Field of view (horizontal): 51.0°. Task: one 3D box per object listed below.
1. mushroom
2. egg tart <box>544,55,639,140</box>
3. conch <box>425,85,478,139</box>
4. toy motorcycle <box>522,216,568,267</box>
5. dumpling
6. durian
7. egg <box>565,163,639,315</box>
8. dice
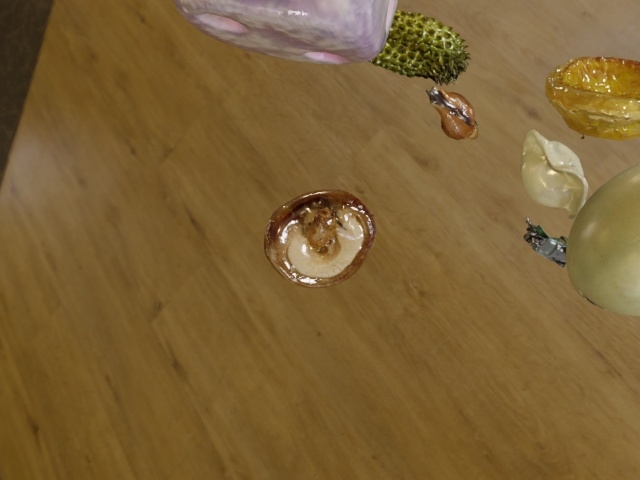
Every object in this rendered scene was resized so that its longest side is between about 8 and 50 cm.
[{"bbox_3d":[-0.003,-0.008,1.375,0.231,0.194,0.138,-12,39,-4],"label":"mushroom"},{"bbox_3d":[0.643,-0.306,1.478,0.319,0.319,0.128,23,133,37],"label":"egg tart"},{"bbox_3d":[0.325,-0.293,1.598,0.086,0.233,0.080,-33,61,7],"label":"conch"},{"bbox_3d":[0.578,0.008,1.701,0.058,0.173,0.100,-55,23,29],"label":"toy motorcycle"},{"bbox_3d":[0.418,-0.111,1.182,0.134,0.100,0.169,-128,29,-62],"label":"dumpling"},{"bbox_3d":[0.223,-0.510,1.749,0.352,0.169,0.158,16,104,1],"label":"durian"},{"bbox_3d":[0.431,-0.003,0.868,0.253,0.187,0.186,-47,54,44],"label":"egg"},{"bbox_3d":[-0.032,-0.394,0.888,0.270,0.271,0.270,11,94,11],"label":"dice"}]
